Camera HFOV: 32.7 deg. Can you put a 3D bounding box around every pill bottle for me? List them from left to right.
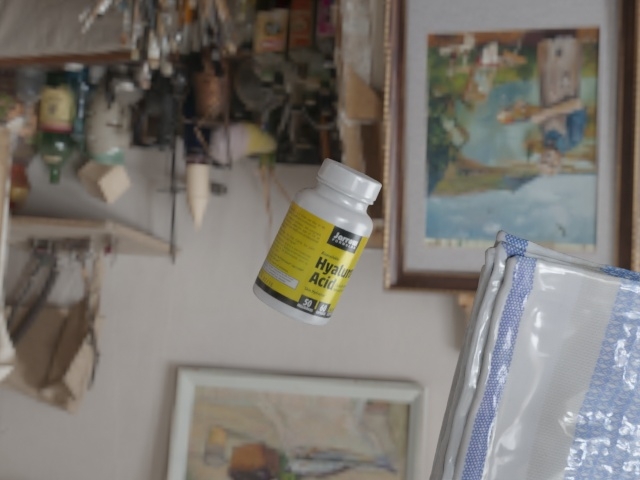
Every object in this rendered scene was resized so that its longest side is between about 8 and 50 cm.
[{"bbox_3d":[0.000,0.000,0.823,0.065,0.116,0.065,24,-172,-4],"label":"pill bottle"}]

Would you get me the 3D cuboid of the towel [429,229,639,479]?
[{"bbox_3d":[0.212,0.128,0.679,0.285,0.209,0.034,14,-177,-6],"label":"towel"}]
